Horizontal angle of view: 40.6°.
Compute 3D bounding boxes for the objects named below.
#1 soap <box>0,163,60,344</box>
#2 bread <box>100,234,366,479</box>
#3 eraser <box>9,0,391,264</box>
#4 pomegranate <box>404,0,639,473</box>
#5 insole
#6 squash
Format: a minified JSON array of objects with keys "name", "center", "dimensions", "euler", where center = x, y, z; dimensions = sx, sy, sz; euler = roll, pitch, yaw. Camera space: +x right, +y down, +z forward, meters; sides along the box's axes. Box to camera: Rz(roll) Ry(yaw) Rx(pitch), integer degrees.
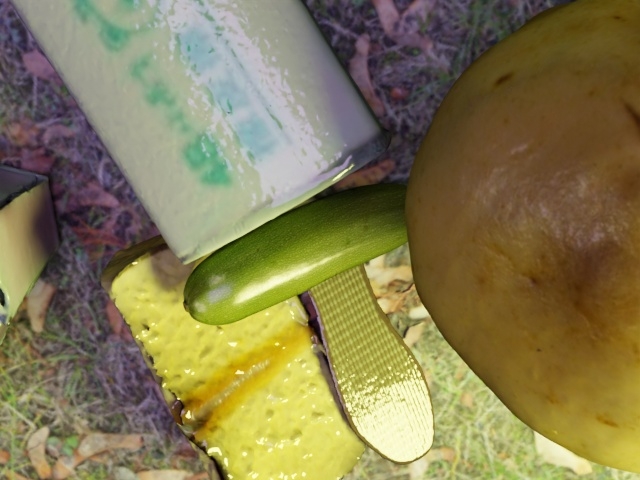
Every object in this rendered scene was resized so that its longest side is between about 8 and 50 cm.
[{"name":"soap","center":[-0.453,0.056,0.735],"dimensions":[0.446,0.156,0.261],"euler":[-6,102,5]},{"name":"bread","center":[-0.078,0.111,0.750],"dimensions":[0.178,0.142,0.266],"euler":[-31,101,-32]},{"name":"eraser","center":[-0.099,-0.146,0.651],"dimensions":[0.189,0.104,0.290],"euler":[-31,96,17]},{"name":"pomegranate","center":[0.217,-0.004,0.598],"dimensions":[0.333,0.332,0.332],"euler":[1,103,3]},{"name":"insole","center":[0.037,0.089,0.772],"dimensions":[0.086,0.005,0.253],"euler":[-27,100,-20]},{"name":"squash","center":[0.000,0.000,0.711],"dimensions":[0.252,0.066,0.066],"euler":[-23,102,-24]}]
